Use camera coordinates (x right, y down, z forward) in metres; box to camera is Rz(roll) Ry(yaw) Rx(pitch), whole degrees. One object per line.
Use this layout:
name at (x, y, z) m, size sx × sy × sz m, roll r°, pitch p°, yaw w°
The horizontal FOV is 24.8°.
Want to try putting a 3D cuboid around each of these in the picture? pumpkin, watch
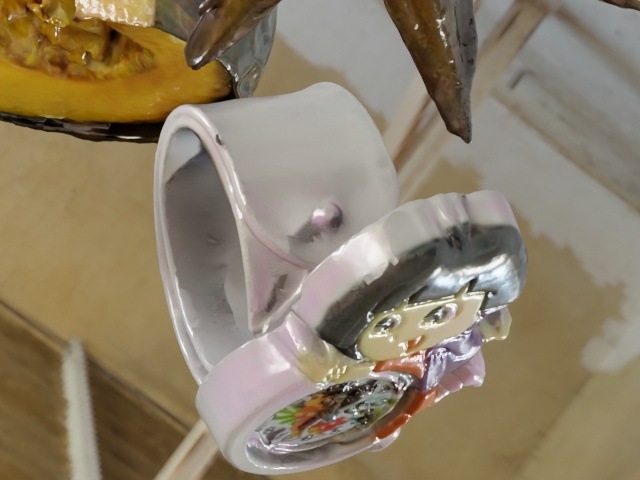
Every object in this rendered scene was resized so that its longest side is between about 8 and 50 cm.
pumpkin at (-0.178, -0.211, 1.212) m, size 0.303 × 0.225 × 0.256 m, roll 5°, pitch 167°, yaw 18°
watch at (0.000, 0.000, 0.915) m, size 0.196 × 0.244 × 0.231 m, roll -8°, pitch -126°, yaw -22°

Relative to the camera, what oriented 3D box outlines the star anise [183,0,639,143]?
star anise at (0.030, -0.175, 0.567) m, size 0.272 × 0.272 × 0.102 m, roll 37°, pitch -150°, yaw -5°
